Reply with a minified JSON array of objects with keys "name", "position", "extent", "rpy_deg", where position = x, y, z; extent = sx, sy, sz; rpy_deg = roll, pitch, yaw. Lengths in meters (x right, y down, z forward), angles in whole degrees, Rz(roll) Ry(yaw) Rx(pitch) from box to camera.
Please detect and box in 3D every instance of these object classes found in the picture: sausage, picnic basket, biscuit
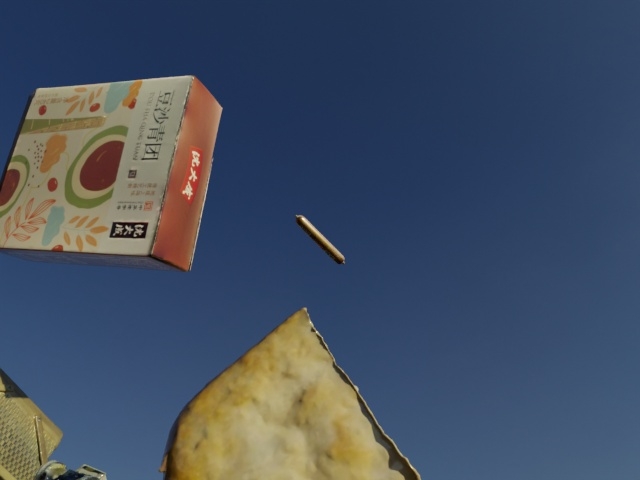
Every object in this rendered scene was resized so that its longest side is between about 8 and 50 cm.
[{"name":"sausage","position":[0.000,0.000,0.650],"extent":[0.015,0.015,0.100],"rpy_deg":[-33,-66,29]},{"name":"picnic basket","position":[-0.613,0.349,0.841],"extent":[0.165,0.139,0.266],"rpy_deg":[-24,-67,10]},{"name":"biscuit","position":[-0.075,0.404,0.875],"extent":[0.446,0.429,0.104],"rpy_deg":[-37,-32,-14]}]

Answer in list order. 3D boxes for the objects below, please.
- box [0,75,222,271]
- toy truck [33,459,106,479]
[{"name":"box","position":[-0.413,-0.127,0.919],"extent":[0.385,0.344,0.122],"rpy_deg":[2,-17,18]},{"name":"toy truck","position":[-0.445,0.470,0.713],"extent":[0.124,0.272,0.157],"rpy_deg":[-1,-74,30]}]
